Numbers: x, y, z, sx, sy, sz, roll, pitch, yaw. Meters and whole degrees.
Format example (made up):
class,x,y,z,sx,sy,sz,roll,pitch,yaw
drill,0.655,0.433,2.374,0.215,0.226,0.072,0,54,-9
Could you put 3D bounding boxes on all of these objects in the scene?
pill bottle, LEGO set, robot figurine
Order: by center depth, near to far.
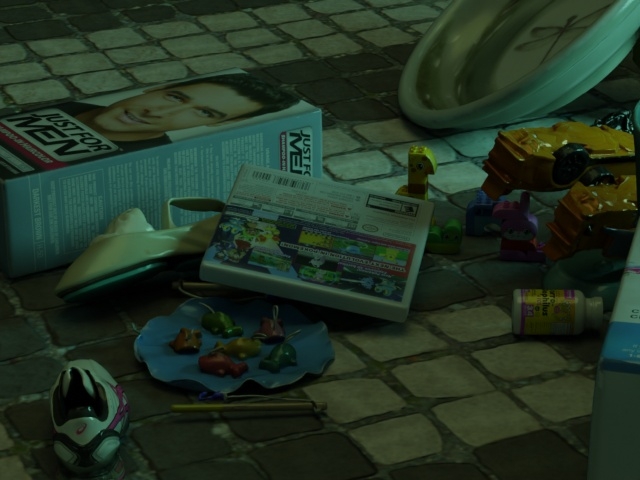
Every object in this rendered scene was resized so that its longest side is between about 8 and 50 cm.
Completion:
class,x,y,z,sx,sy,sz,roll,pitch,yaw
pill bottle,0.221,0.067,1.807,0.083,0.043,0.043,0,24,2
robot figurine,0.309,-0.051,1.944,0.291,0.085,0.211,-2,39,-40
LEGO set,0.122,-0.043,1.999,0.227,0.093,0.087,3,24,8

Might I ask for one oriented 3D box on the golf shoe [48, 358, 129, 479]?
class,x,y,z,sx,sy,sz,roll,pitch,yaw
golf shoe,-0.193,0.135,1.612,0.068,0.086,0.186,-6,23,-8

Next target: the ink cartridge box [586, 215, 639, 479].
class,x,y,z,sx,sy,sz,roll,pitch,yaw
ink cartridge box,0.318,0.126,1.477,0.198,0.197,0.270,6,24,13

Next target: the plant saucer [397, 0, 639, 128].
class,x,y,z,sx,sy,sz,roll,pitch,yaw
plant saucer,0.278,-0.253,2.330,0.400,0.100,0.400,-35,22,16

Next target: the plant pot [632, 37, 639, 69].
class,x,y,z,sx,sy,sz,roll,pitch,yaw
plant pot,0.488,-0.256,2.316,0.212,0.187,0.212,18,21,-13

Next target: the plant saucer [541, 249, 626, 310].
class,x,y,z,sx,sy,sz,roll,pitch,yaw
plant saucer,0.278,0.035,1.908,0.119,0.021,0.119,-1,24,0

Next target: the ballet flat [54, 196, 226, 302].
class,x,y,z,sx,sy,sz,roll,pitch,yaw
ballet flat,-0.159,0.001,1.911,0.248,0.086,0.086,-12,26,-34

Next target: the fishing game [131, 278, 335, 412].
class,x,y,z,sx,sy,sz,roll,pitch,yaw
fishing game,-0.081,0.087,1.778,0.189,0.041,0.264,2,23,-1

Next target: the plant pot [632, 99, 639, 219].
class,x,y,z,sx,sy,sz,roll,pitch,yaw
plant pot,0.417,0.004,1.708,0.293,0.235,0.293,-1,24,0

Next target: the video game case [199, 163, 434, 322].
class,x,y,z,sx,sy,sz,roll,pitch,yaw
video game case,0.000,0.000,1.884,0.201,0.023,0.183,12,36,5

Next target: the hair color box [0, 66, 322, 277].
class,x,y,z,sx,sy,sz,roll,pitch,yaw
hair color box,-0.202,-0.080,2.069,0.374,0.113,0.185,-14,27,-30
